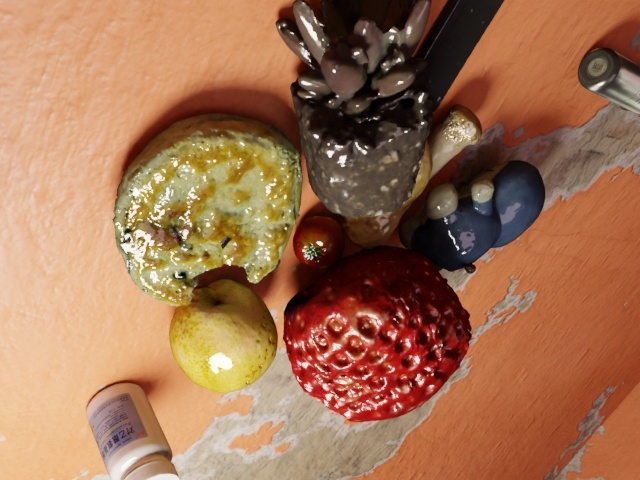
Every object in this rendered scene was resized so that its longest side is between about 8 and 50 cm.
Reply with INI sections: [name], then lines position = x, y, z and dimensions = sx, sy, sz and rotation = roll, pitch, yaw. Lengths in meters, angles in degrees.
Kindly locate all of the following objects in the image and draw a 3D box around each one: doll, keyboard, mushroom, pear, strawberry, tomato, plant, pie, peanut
[doll]
position = 0.280, -0.051, 1.302
dimensions = 0.258, 0.154, 0.228
rotation = -35, 167, -28
[keyboard]
position = 0.214, -0.328, 1.076
dimensions = 0.101, 0.018, 0.310
rotation = 5, 125, -43
[mushroom]
position = 0.181, -0.130, 1.215
dimensions = 0.209, 0.071, 0.084
rotation = -50, -177, 23
[pear]
position = -0.153, 0.145, 1.161
dimensions = 0.178, 0.178, 0.178
rotation = -22, 139, -20
[strawberry]
position = 0.081, 0.151, 1.192
dimensions = 0.317, 0.295, 0.345
rotation = 0, 172, 12
[tomato]
position = 0.000, 0.000, 1.190
dimensions = 0.075, 0.087, 0.087
rotation = -51, 161, -50
[plant]
position = 0.060, -0.192, 0.958
dimensions = 0.194, 0.181, 0.321
rotation = -17, 138, -12
[pie]
position = -0.146, -0.040, 1.027
dimensions = 0.302, 0.067, 0.302
rotation = -19, 134, -21
[peanut]
position = 0.106, -0.089, 1.163
dimensions = 0.103, 0.098, 0.229
rotation = 17, 115, -32

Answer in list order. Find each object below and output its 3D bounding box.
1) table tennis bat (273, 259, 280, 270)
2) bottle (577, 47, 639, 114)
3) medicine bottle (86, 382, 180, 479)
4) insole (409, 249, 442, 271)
[table tennis bat]
position = -0.146, 0.002, 1.125
dimensions = 0.131, 0.022, 0.234
rotation = -49, 138, 11
[bottle]
position = 0.555, -0.280, 1.351
dimensions = 0.253, 0.079, 0.096
rotation = 7, 162, -42
[medicine bottle]
position = -0.301, 0.328, 1.190
dimensions = 0.103, 0.187, 0.103
rotation = -21, 139, -20
[insole]
position = 0.158, 0.064, 1.434
dimensions = 0.348, 0.009, 0.119
rotation = -32, 140, -8
